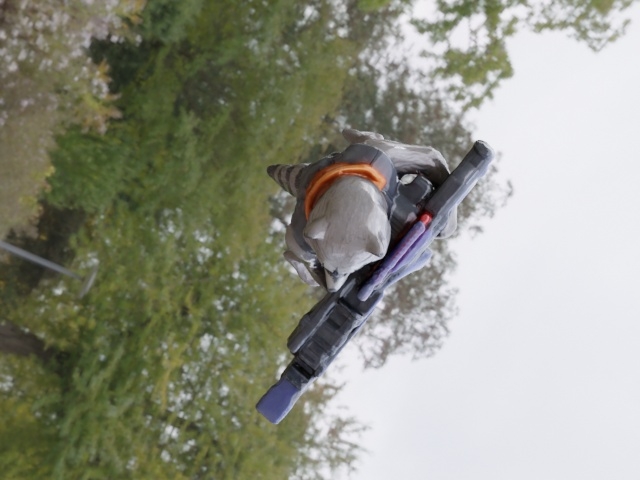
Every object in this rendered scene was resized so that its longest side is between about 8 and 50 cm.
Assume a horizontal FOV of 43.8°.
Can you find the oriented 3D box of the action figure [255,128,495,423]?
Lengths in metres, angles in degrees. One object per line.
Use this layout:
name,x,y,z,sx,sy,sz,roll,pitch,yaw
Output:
action figure,0.000,0.000,0.818,0.341,0.178,0.330,-52,-174,-1
